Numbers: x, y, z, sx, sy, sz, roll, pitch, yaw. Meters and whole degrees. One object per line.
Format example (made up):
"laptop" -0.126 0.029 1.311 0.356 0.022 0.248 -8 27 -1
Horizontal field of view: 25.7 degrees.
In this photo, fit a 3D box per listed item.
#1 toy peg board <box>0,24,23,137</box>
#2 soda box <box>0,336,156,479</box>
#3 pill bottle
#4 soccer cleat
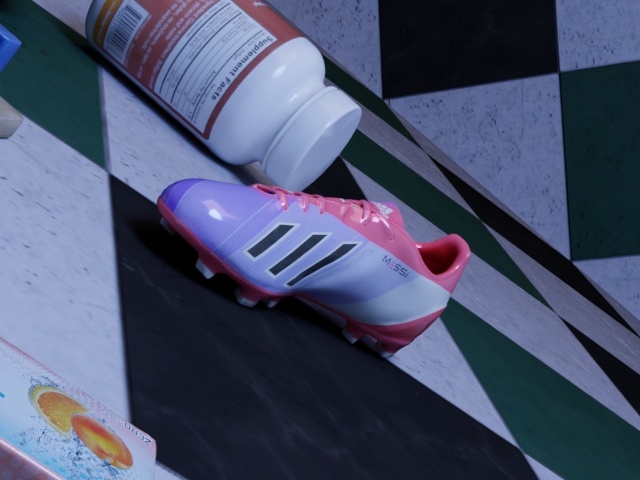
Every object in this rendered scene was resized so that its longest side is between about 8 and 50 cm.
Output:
"toy peg board" -0.227 -0.134 0.711 0.161 0.079 0.161 40 11 8
"soda box" -0.132 0.036 0.350 0.183 0.063 0.058 36 11 -12
"pill bottle" -0.076 -0.139 1.137 0.216 0.121 0.121 41 11 11
"soccer cleat" 0.000 0.000 0.868 0.248 0.095 0.083 28 15 -46
